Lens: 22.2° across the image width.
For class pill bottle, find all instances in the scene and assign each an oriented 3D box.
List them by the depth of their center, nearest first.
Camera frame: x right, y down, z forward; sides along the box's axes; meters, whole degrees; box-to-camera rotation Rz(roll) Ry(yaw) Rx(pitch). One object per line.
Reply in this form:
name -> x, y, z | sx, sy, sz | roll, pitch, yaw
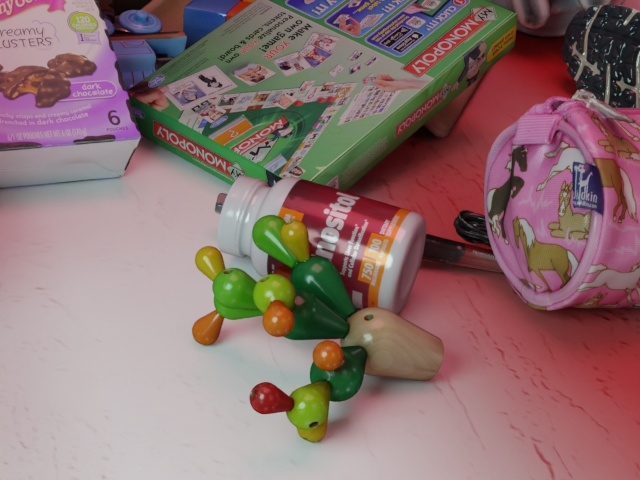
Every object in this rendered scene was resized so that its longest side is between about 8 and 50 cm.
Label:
pill bottle -> 0.000, 0.000, 1.281 | 0.152, 0.086, 0.086 | 16, 29, 14

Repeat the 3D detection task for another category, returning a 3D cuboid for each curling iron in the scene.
curling iron -> 0.047, -0.009, 1.363 | 0.274, 0.035, 0.068 | 5, 32, -9

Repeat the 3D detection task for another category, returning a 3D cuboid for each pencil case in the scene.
pencil case -> 0.331, -0.038, 1.355 | 0.386, 0.167, 0.160 | -3, 54, -26

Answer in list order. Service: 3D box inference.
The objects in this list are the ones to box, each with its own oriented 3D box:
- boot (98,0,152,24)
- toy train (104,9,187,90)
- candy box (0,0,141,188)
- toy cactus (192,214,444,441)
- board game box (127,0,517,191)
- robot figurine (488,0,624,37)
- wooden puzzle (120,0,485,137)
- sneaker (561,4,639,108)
boot -> -0.235, -0.224, 1.662 | 0.219, 0.082, 0.106 | -13, 57, -42
toy train -> -0.208, -0.163, 1.534 | 0.184, 0.080, 0.105 | -6, 41, -30
candy box -> -0.262, -0.146, 1.393 | 0.164, 0.070, 0.196 | -8, 65, -27
toy cactus -> 0.001, 0.070, 1.167 | 0.180, 0.112, 0.219 | 19, 21, -22
board game box -> 0.005, -0.158, 1.508 | 0.213, 0.046, 0.317 | 30, 52, 28
robot figurine -> 0.269, -0.366, 1.911 | 0.299, 0.200, 0.353 | -10, 27, 12
wooden puzzle -> 0.004, -0.234, 1.718 | 0.347, 0.081, 0.322 | 15, 29, 11
sneaker -> 0.387, -0.164, 1.710 | 0.283, 0.110, 0.122 | 27, 15, 25
